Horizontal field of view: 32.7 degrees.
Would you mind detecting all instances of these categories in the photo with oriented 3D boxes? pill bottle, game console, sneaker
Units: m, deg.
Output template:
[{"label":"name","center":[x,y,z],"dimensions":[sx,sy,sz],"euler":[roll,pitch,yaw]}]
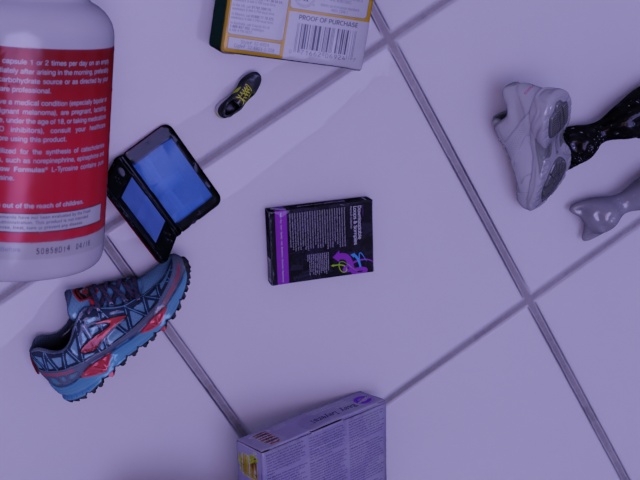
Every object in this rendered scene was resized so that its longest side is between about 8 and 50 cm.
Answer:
[{"label":"pill bottle","center":[-0.370,-0.172,1.331],"dimensions":[0.229,0.229,0.407],"euler":[1,106,-19]},{"label":"game console","center":[-0.216,-0.064,1.498],"dimensions":[0.085,0.124,0.144],"euler":[-26,115,19]},{"label":"sneaker","center":[-0.110,-0.199,1.516],"dimensions":[0.031,0.035,0.083],"euler":[41,91,-25]},{"label":"sneaker","center":[-0.294,0.103,1.510],"dimensions":[0.262,0.104,0.125],"euler":[-45,112,-2]},{"label":"sneaker","center":[0.313,-0.150,1.651],"dimensions":[0.090,0.115,0.232],"euler":[-36,141,-30]}]

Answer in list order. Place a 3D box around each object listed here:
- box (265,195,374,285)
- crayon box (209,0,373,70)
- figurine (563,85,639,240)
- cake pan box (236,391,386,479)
[{"label":"box","center":[0.000,0.000,1.619],"dimensions":[0.162,0.029,0.116],"euler":[-7,109,-15]},{"label":"crayon box","center":[-0.023,-0.403,1.457],"dimensions":[0.203,0.083,0.323],"euler":[4,105,-20]},{"label":"figurine","center":[0.477,-0.118,1.721],"dimensions":[0.209,0.092,0.215],"euler":[-24,113,-1]},{"label":"cake pan box","center":[-0.002,0.381,1.662],"dimensions":[0.267,0.070,0.245],"euler":[-16,113,-39]}]
